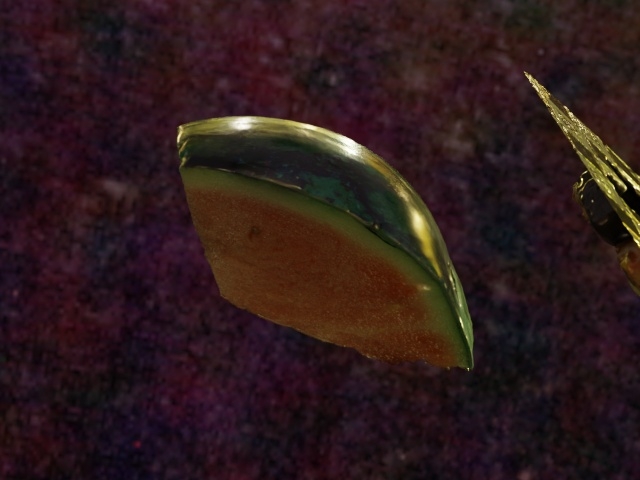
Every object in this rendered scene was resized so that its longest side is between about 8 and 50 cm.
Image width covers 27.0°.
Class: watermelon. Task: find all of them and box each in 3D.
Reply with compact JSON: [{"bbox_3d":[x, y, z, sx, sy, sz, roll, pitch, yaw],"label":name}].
[{"bbox_3d":[0.006,-0.020,0.815,0.231,0.128,0.146,19,-17,5],"label":"watermelon"}]

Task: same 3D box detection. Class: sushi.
[{"bbox_3d":[0.209,-0.002,0.898,0.192,0.040,0.210,36,22,-34],"label":"sushi"}]
